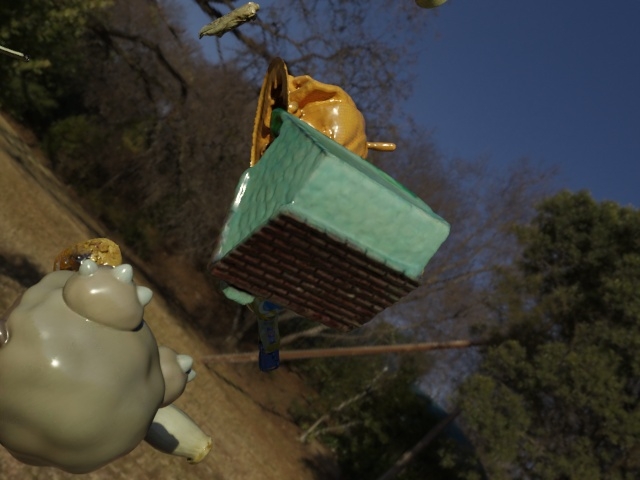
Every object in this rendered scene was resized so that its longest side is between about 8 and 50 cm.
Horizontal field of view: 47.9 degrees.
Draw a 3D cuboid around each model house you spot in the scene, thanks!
[{"bbox_3d":[0.000,0.000,1.026,0.280,0.248,0.230,28,14,-30],"label":"model house"}]

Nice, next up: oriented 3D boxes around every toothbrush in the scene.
[{"bbox_3d":[-0.667,-0.382,1.357,0.294,0.028,0.026,17,-18,14],"label":"toothbrush"}]

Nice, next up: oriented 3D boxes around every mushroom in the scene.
[{"bbox_3d":[-0.311,0.274,1.207,0.109,0.097,0.351,-8,-44,38],"label":"mushroom"}]

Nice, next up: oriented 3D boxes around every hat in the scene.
[{"bbox_3d":[0.022,-0.158,1.201,0.233,0.233,0.244,116,-30,-48],"label":"hat"}]

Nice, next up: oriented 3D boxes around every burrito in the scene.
[{"bbox_3d":[-0.210,-0.502,1.659,0.171,0.051,0.042,-17,-56,35],"label":"burrito"}]

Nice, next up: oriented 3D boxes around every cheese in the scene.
[{"bbox_3d":[-0.101,0.111,1.365,0.069,0.270,0.177,-3,-4,19],"label":"cheese"}]

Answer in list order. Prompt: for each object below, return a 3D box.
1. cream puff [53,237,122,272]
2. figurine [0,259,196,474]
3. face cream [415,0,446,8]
[{"bbox_3d":[-0.422,0.052,1.317,0.119,0.133,0.104,37,-13,37],"label":"cream puff"},{"bbox_3d":[-0.339,0.174,0.795,0.203,0.381,0.248,-122,-169,-48],"label":"figurine"},{"bbox_3d":[0.160,-0.496,1.200,0.070,0.114,0.224,-11,-34,21],"label":"face cream"}]
